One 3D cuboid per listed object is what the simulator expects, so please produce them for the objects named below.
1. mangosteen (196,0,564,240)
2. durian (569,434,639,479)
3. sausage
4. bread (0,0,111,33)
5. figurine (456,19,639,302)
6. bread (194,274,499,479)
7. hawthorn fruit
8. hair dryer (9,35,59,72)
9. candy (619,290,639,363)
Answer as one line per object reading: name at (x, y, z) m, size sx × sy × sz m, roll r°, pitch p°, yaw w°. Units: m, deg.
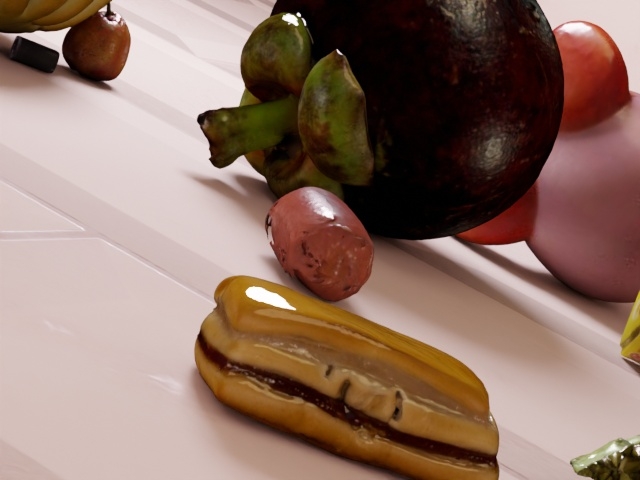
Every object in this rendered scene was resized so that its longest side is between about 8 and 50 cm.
mangosteen at (0.073, -0.150, 1.760) m, size 0.330 × 0.330 × 0.330 m, roll 23°, pitch 11°, yaw -5°
durian at (0.317, 0.194, 1.259) m, size 0.198 × 0.163 × 0.394 m, roll -14°, pitch -15°, yaw 30°
sausage at (0.000, 0.000, 1.480) m, size 0.076 × 0.076 × 0.141 m, roll 21°, pitch 12°, yaw -18°
bread at (-0.338, -0.289, 1.832) m, size 0.333 × 0.160 × 0.333 m, roll 8°, pitch 5°, yaw -1°
figurine at (0.308, -0.046, 1.945) m, size 0.261 × 0.269 × 0.211 m, roll 30°, pitch 14°, yaw -29°
bread at (0.022, 0.088, 1.130) m, size 0.200 × 0.077 × 0.116 m, roll 22°, pitch 3°, yaw -13°
hawthorn fruit at (-0.234, -0.206, 1.937) m, size 0.077 × 0.077 × 0.077 m, roll 23°, pitch 11°, yaw -5°
hair dryer at (-0.299, -0.193, 1.881) m, size 0.047 × 0.026 × 0.083 m, roll 21°, pitch 4°, yaw -24°
candy at (0.428, 0.104, 1.688) m, size 0.276 × 0.088 × 0.146 m, roll 23°, pitch -21°, yaw 2°
